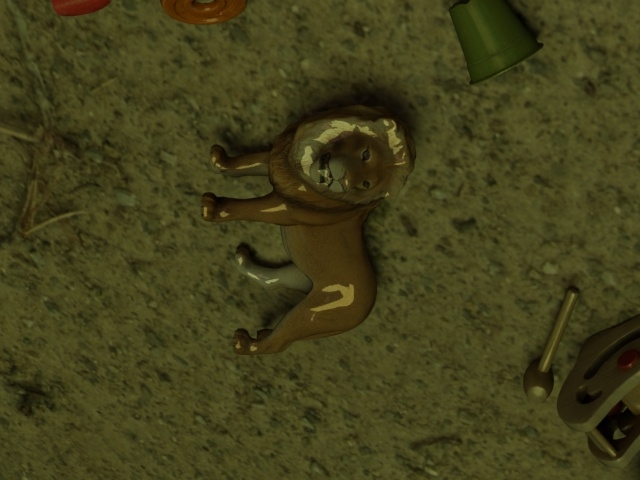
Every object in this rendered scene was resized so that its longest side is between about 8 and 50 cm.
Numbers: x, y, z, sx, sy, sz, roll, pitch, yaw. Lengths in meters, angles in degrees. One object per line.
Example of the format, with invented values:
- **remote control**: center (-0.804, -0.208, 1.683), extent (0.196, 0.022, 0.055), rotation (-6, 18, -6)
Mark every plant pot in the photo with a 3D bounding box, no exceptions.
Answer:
- **plant pot**: center (0.168, -0.210, 1.159), extent (0.083, 0.083, 0.079), rotation (-24, 103, 31)

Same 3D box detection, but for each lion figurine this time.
- **lion figurine**: center (0.000, 0.000, 1.347), extent (0.240, 0.142, 0.392), rotation (0, 139, 9)

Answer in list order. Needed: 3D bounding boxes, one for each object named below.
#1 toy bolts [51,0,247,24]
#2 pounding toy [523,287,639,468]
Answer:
- **toy bolts**: center (-0.188, -0.328, 1.183), extent (0.229, 0.158, 0.218), rotation (-9, 162, 13)
- **pounding toy**: center (0.334, 0.144, 1.308), extent (0.269, 0.154, 0.155), rotation (-31, 111, 33)
